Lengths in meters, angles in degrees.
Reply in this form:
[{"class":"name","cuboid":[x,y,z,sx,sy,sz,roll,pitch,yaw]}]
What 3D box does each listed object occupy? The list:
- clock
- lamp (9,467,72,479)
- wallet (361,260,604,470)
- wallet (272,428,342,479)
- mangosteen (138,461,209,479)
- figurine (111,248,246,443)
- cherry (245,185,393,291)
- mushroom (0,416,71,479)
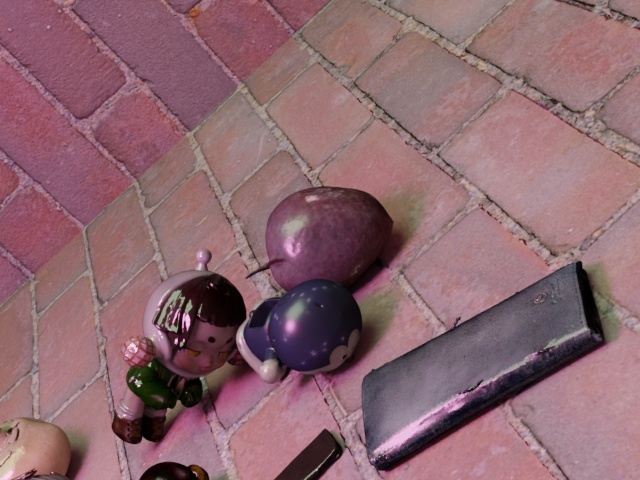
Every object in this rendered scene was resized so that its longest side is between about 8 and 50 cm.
[{"class":"clock","cuboid":[-0.034,0.150,2.127,0.199,0.146,0.243,-52,17,-28]},{"class":"lamp","cuboid":[-0.466,0.499,2.133,0.265,0.233,0.233,-46,20,24]},{"class":"wallet","cuboid":[0.214,0.169,1.800,0.379,0.046,0.190,-34,26,21]},{"class":"wallet","cuboid":[-0.034,0.349,1.934,0.156,0.018,0.082,-46,22,-5]},{"class":"mangosteen","cuboid":[-0.223,0.403,2.045,0.140,0.140,0.140,-35,24,19]},{"class":"figurine","cuboid":[-0.250,0.196,2.274,0.167,0.281,0.370,45,117,35]},{"class":"cherry","cuboid":[0.000,0.000,2.270,0.266,0.183,0.213,-17,35,7]},{"class":"mushroom","cuboid":[-0.603,0.430,2.499,0.246,0.202,0.246,-26,24,13]}]
